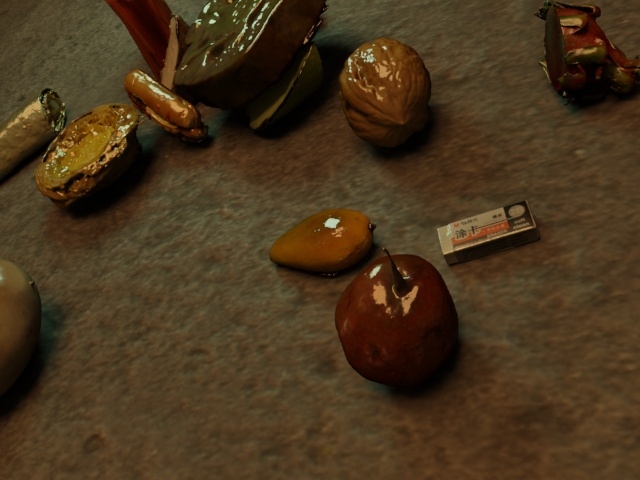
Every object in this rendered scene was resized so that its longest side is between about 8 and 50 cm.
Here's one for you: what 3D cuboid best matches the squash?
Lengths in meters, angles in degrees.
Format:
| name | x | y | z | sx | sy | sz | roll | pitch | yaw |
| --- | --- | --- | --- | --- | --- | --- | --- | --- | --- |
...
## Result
| name | x | y | z | sx | sy | sz | roll | pitch | yaw |
| --- | --- | --- | --- | --- | --- | --- | --- | --- | --- |
| squash | -0.064 | -0.280 | 1.261 | 0.192 | 0.085 | 0.184 | 26 | 93 | 58 |

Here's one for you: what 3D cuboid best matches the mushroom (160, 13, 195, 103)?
| name | x | y | z | sx | sy | sz | roll | pitch | yaw |
| --- | --- | --- | --- | --- | --- | --- | --- | --- | --- |
| mushroom | -0.298 | -0.377 | 1.435 | 0.072 | 0.094 | 0.209 | 24 | 105 | 39 |

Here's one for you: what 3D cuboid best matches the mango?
| name | x | y | z | sx | sy | sz | roll | pitch | yaw |
| --- | --- | --- | --- | --- | --- | --- | --- | --- | --- |
| mango | 0.000 | 0.000 | 0.954 | 0.187 | 0.066 | 0.101 | -10 | 45 | 36 |

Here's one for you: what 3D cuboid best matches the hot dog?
| name | x | y | z | sx | sy | sz | roll | pitch | yaw |
| --- | --- | --- | --- | --- | --- | --- | --- | --- | --- |
| hot dog | -0.321 | -0.267 | 1.348 | 0.076 | 0.104 | 0.250 | -44 | 62 | -13 |

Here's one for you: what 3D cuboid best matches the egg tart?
| name | x | y | z | sx | sy | sz | roll | pitch | yaw |
| --- | --- | --- | --- | --- | --- | --- | --- | --- | --- |
| egg tart | -0.467 | -0.179 | 1.388 | 0.291 | 0.107 | 0.290 | -20 | 45 | 21 |

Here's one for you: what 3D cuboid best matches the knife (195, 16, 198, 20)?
| name | x | y | z | sx | sy | sz | roll | pitch | yaw |
| --- | --- | --- | --- | --- | --- | --- | --- | --- | --- |
| knife | -0.256 | -0.623 | 1.738 | 0.078 | 0.022 | 0.166 | 30 | 72 | 39 |

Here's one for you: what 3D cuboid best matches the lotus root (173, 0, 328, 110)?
| name | x | y | z | sx | sy | sz | roll | pitch | yaw |
| --- | --- | --- | --- | --- | --- | --- | --- | --- | --- |
| lotus root | -0.126 | -0.423 | 1.279 | 0.375 | 0.111 | 0.390 | -32 | 38 | 23 |

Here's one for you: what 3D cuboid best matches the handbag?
| name | x | y | z | sx | sy | sz | roll | pitch | yaw |
| --- | --- | --- | --- | --- | --- | --- | --- | --- | --- |
| handbag | -0.423 | -0.561 | 1.576 | 0.116 | 0.303 | 0.410 | -30 | 43 | 1 |

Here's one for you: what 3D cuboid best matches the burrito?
| name | x | y | z | sx | sy | sz | roll | pitch | yaw |
| --- | --- | --- | --- | --- | --- | --- | --- | --- | --- |
| burrito | -0.761 | -0.260 | 1.649 | 0.299 | 0.105 | 0.143 | -43 | 38 | -9 |

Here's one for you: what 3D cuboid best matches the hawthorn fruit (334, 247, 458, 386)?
| name | x | y | z | sx | sy | sz | roll | pitch | yaw |
| --- | --- | --- | --- | --- | --- | --- | --- | --- | --- |
| hawthorn fruit | 0.095 | 0.086 | 0.735 | 0.149 | 0.149 | 0.189 | -58 | 5 | -25 |

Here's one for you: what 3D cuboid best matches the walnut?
| name | x | y | z | sx | sy | sz | roll | pitch | yaw |
| --- | --- | --- | --- | --- | --- | --- | --- | --- | --- |
| walnut | 0.105 | -0.232 | 1.045 | 0.155 | 0.155 | 0.184 | -24 | 41 | 11 |

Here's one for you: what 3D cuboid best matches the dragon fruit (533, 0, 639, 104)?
| name | x | y | z | sx | sy | sz | roll | pitch | yaw |
| --- | --- | --- | --- | --- | --- | --- | --- | --- | --- |
| dragon fruit | 0.373 | -0.261 | 0.940 | 0.175 | 0.138 | 0.142 | 21 | 102 | 11 |

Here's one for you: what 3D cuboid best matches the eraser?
| name | x | y | z | sx | sy | sz | roll | pitch | yaw |
| --- | --- | --- | --- | --- | --- | --- | --- | --- | --- |
| eraser | 0.215 | -0.010 | 0.849 | 0.122 | 0.029 | 0.052 | -19 | 43 | 16 |

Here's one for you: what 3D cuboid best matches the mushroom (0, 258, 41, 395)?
| name | x | y | z | sx | sy | sz | roll | pitch | yaw |
| --- | --- | --- | --- | --- | --- | --- | --- | --- | --- |
| mushroom | -0.615 | 0.123 | 1.045 | 0.293 | 0.290 | 0.292 | -14 | 45 | 14 |
